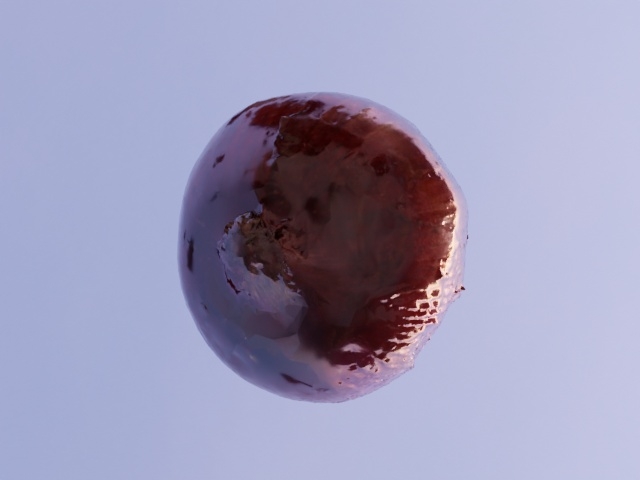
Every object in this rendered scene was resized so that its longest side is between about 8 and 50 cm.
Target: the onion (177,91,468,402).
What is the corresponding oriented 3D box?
[{"bbox_3d":[0.000,0.000,0.494,0.131,0.131,0.131,4,-101,-22],"label":"onion"}]
